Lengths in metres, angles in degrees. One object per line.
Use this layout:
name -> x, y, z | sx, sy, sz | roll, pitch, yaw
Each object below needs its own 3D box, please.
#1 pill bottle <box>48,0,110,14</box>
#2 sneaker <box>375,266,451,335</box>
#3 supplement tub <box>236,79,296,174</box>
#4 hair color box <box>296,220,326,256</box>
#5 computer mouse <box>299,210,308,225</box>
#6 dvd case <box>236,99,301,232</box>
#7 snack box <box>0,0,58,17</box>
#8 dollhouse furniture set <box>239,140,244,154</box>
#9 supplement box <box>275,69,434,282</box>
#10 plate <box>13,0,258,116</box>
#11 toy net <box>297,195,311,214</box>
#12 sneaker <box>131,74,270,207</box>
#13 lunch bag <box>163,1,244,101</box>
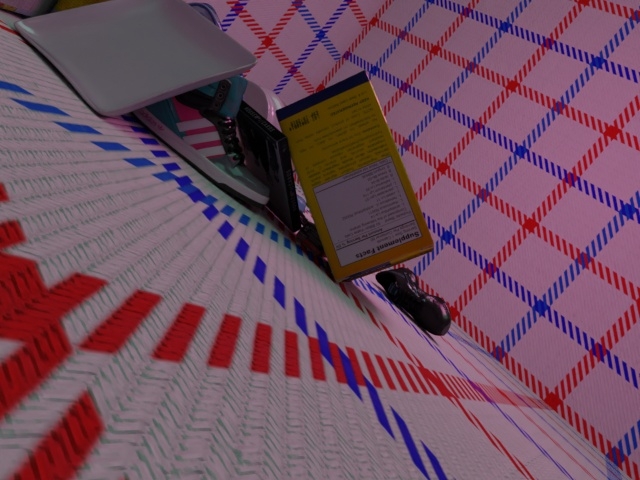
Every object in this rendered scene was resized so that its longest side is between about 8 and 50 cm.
pill bottle -> -0.445, -0.471, 0.945 | 0.117, 0.215, 0.117 | 39, 6, -5
sneaker -> 0.242, 0.164, 1.267 | 0.106, 0.101, 0.267 | 10, 23, -32
supplement tub -> -0.186, -0.330, 1.448 | 0.235, 0.235, 0.325 | 42, 6, 18
hair color box -> 0.000, 0.000, 1.067 | 0.072, 0.043, 0.141 | 42, 5, 14
computer mouse -> 0.006, -0.021, 1.212 | 0.242, 0.041, 0.071 | 39, 9, -41
dvd case -> -0.110, -0.151, 0.984 | 0.179, 0.029, 0.239 | 45, -25, 36
snack box -> -0.580, -0.479, 0.819 | 0.174, 0.070, 0.207 | 38, 11, -18
dollhouse furniture set -> -0.238, -0.223, 1.092 | 0.058, 0.076, 0.151 | 41, 6, 27
supplement box -> 0.076, -0.114, 0.955 | 0.195, 0.194, 0.357 | 16, 54, -77
plate -> -0.289, -0.303, 0.758 | 0.278, 0.277, 0.045 | 42, -35, 22
toy net -> -0.012, -0.064, 1.518 | 0.232, 0.045, 0.122 | 45, 6, 33
sneaker -> -0.175, -0.210, 0.862 | 0.295, 0.178, 0.124 | 39, 5, -13
lunch bag -> -0.255, -0.352, 0.951 | 0.090, 0.175, 0.219 | -107, 177, -62
